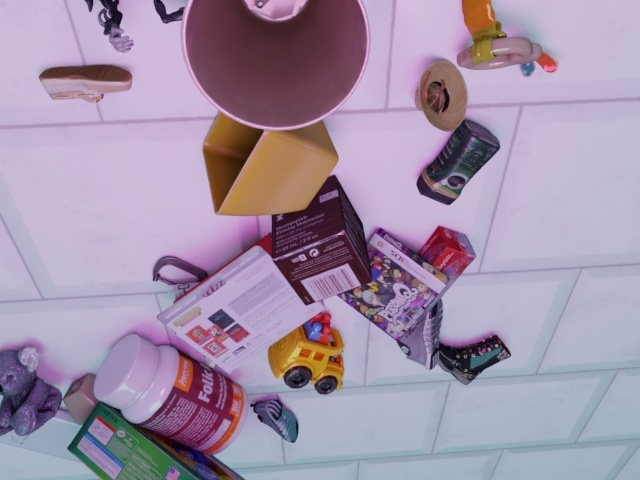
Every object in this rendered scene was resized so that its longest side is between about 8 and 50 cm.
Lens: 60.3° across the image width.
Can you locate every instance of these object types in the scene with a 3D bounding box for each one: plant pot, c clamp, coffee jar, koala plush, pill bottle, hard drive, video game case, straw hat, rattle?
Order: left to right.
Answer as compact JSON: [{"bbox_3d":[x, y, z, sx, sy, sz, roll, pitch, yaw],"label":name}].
[{"bbox_3d":[-0.839,0.402,1.529,0.196,0.203,0.221,-13,98,18],"label":"koala plush"},{"bbox_3d":[-0.875,0.628,1.802,0.353,0.047,0.233,29,123,-27],"label":"hard drive"},{"bbox_3d":[-0.694,0.462,1.638,0.109,0.109,0.096,-28,115,18],"label":"plant pot"},{"bbox_3d":[-0.414,0.434,1.554,0.224,0.224,0.392,-33,127,22],"label":"pill bottle"},{"bbox_3d":[-0.360,0.105,1.399,0.137,0.022,0.161,-38,125,25],"label":"c clamp"},{"bbox_3d":[-0.091,-0.173,1.067,0.187,0.212,0.212,12,131,-32],"label":"plant pot"},{"bbox_3d":[-0.069,-0.350,0.849,0.256,0.274,0.256,-3,131,-3],"label":"plant pot"},{"bbox_3d":[0.172,0.115,1.378,0.210,0.042,0.232,38,126,8],"label":"video game case"},{"bbox_3d":[0.220,-0.280,1.081,0.144,0.144,0.061,39,159,-33],"label":"straw hat"},{"bbox_3d":[0.291,-0.162,1.184,0.096,0.079,0.184,18,127,-25],"label":"coffee jar"},{"bbox_3d":[0.350,-0.384,1.025,0.200,0.142,0.130,-8,167,-18],"label":"rattle"}]

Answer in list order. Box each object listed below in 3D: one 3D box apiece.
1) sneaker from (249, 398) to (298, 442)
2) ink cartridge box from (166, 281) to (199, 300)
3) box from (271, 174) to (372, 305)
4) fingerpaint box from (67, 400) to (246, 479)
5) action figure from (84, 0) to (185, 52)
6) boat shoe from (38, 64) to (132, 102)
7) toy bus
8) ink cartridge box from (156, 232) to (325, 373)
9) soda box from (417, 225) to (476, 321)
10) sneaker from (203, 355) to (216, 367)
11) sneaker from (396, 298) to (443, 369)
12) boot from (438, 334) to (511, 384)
[{"bbox_3d":[-0.150,0.598,1.842,0.098,0.083,0.223,-4,131,27],"label":"sneaker"},{"bbox_3d":[-0.345,0.136,1.396,0.083,0.028,0.048,-7,129,-5],"label":"ink cartridge box"},{"bbox_3d":[0.000,0.000,1.218,0.168,0.203,0.167,-22,130,13],"label":"box"},{"bbox_3d":[-0.428,0.667,1.584,0.445,0.163,0.371,22,163,30],"label":"fingerpaint box"},{"bbox_3d":[-0.302,-0.400,0.875,0.276,0.141,0.164,5,143,-12],"label":"action figure"},{"bbox_3d":[-0.427,-0.286,1.020,0.170,0.063,0.059,3,135,4],"label":"boat shoe"},{"bbox_3d":[-0.008,0.301,1.545,0.220,0.149,0.211,21,111,-25],"label":"toy bus"},{"bbox_3d":[-0.194,0.138,1.339,0.309,0.130,0.272,-35,127,9],"label":"ink cartridge box"},{"bbox_3d":[0.277,0.091,1.407,0.092,0.083,0.263,17,127,-20],"label":"soda box"},{"bbox_3d":[-0.312,0.286,1.486,0.075,0.161,0.057,38,89,-25],"label":"sneaker"},{"bbox_3d":[0.267,0.247,1.551,0.132,0.086,0.228,12,110,35],"label":"sneaker"},{"bbox_3d":[0.444,0.328,1.643,0.178,0.085,0.236,-36,125,19],"label":"boot"}]
